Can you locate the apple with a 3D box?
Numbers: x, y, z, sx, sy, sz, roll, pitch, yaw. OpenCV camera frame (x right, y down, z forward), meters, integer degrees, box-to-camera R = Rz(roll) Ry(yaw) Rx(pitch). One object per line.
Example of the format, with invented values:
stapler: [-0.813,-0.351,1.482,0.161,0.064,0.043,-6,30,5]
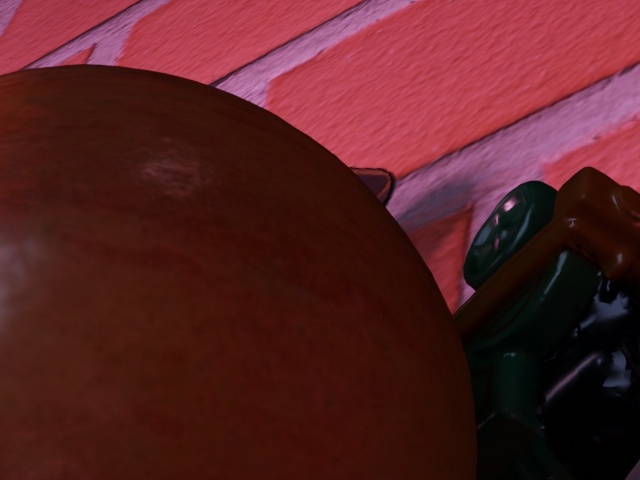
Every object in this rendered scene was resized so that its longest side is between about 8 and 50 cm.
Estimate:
apple: [-0.066,0.072,0.490,0.261,0.194,0.261,-52,24,34]

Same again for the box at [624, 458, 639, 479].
box: [0.186,0.079,0.445,0.299,0.106,0.200,-47,24,-25]

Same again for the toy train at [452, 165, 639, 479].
toy train: [0.062,0.070,0.584,0.227,0.091,0.136,-46,18,36]

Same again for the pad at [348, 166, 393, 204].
pad: [-0.161,0.032,1.060,0.315,0.063,0.375,-47,25,-22]
